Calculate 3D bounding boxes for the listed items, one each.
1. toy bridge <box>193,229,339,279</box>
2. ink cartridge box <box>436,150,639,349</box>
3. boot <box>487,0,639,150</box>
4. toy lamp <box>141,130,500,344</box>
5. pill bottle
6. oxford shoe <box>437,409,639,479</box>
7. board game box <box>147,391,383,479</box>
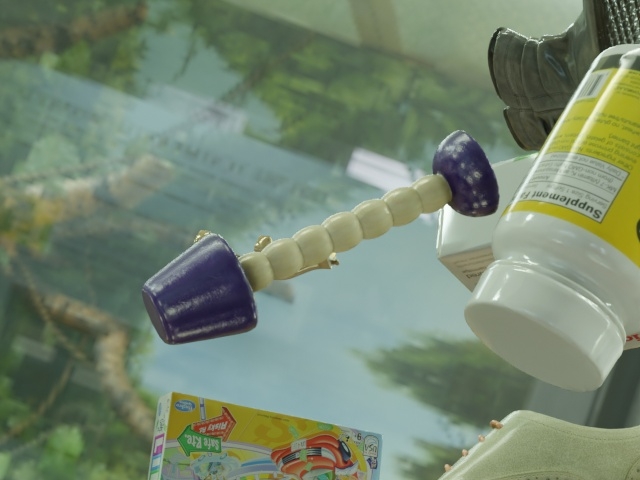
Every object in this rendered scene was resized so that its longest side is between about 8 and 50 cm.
[{"bbox_3d":[-0.063,0.022,1.902,0.188,0.026,0.063,4,-40,24],"label":"toy bridge"},{"bbox_3d":[0.288,0.020,1.756,0.201,0.117,0.278,-15,-38,30],"label":"ink cartridge box"},{"bbox_3d":[0.289,-0.230,1.821,0.222,0.118,0.338,18,-48,41],"label":"boot"},{"bbox_3d":[0.000,0.000,1.137,0.080,0.274,0.080,55,-19,29],"label":"toy lamp"},{"bbox_3d":[0.185,-0.014,1.000,0.119,0.208,0.119,29,-19,11],"label":"pill bottle"},{"bbox_3d":[0.128,0.213,1.169,0.396,0.147,0.140,-7,-26,-5],"label":"oxford shoe"},{"bbox_3d":[-0.036,0.164,0.993,0.154,0.103,0.026,14,-20,-23],"label":"board game box"}]
